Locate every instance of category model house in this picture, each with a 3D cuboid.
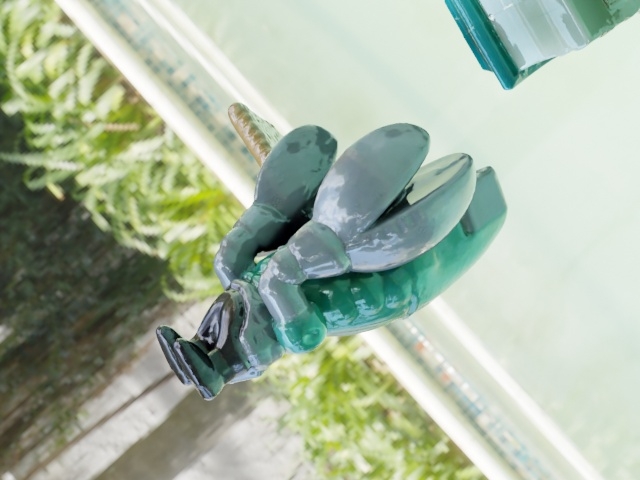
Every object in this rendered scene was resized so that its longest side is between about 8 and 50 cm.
[{"bbox_3d":[0.179,-0.196,0.977,0.149,0.127,0.100,-23,98,49],"label":"model house"}]

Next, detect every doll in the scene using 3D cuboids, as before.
[{"bbox_3d":[0.015,0.001,0.795,0.195,0.258,0.153,-2,120,37],"label":"doll"}]

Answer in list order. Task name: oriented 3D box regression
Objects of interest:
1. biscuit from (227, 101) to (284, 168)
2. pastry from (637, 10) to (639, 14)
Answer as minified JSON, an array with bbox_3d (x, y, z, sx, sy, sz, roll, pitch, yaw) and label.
[{"bbox_3d":[-0.013,-0.041,1.272,0.160,0.030,0.249,35,-162,-54],"label":"biscuit"},{"bbox_3d":[0.338,-0.300,1.259,0.166,0.166,0.088,43,128,40],"label":"pastry"}]
